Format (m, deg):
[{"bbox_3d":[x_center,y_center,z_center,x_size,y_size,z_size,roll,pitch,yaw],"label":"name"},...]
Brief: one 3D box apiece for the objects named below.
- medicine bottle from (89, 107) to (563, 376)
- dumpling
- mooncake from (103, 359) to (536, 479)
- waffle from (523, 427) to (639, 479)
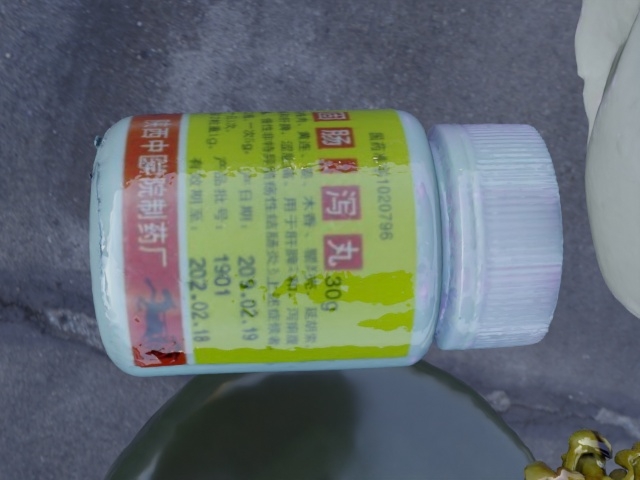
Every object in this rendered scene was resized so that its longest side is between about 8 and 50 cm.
[{"bbox_3d":[0.000,0.000,0.480,0.225,0.139,0.139,-1,112,-5],"label":"medicine bottle"},{"bbox_3d":[0.152,-0.030,0.334,0.092,0.150,0.176,1,87,-4],"label":"dumpling"},{"bbox_3d":[-0.006,0.256,0.651,0.356,0.356,0.194,-14,157,-22],"label":"mooncake"},{"bbox_3d":[0.162,0.196,0.393,0.229,0.231,0.051,-27,152,-21],"label":"waffle"}]
